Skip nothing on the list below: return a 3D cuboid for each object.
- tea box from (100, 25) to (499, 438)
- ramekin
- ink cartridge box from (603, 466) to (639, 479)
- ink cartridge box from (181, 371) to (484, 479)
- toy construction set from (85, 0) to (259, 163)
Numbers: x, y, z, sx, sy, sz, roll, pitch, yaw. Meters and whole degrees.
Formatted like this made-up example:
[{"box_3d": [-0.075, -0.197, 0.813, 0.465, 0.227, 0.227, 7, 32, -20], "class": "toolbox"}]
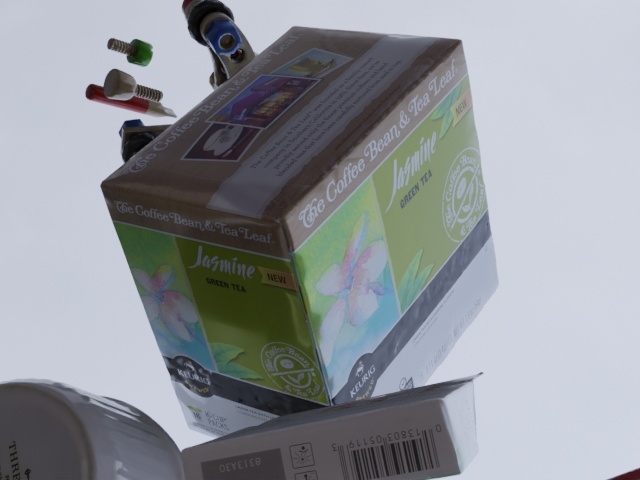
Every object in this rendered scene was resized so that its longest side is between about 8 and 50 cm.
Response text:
[{"box_3d": [0.000, 0.000, 1.147, 0.220, 0.323, 0.329, 11, -138, 34], "class": "tea box"}, {"box_3d": [-0.257, 0.245, 0.985, 0.273, 0.127, 0.272, -11, -122, 19], "class": "ramekin"}, {"box_3d": [0.263, 0.283, 0.533, 0.160, 0.385, 0.279, -55, -174, -36], "class": "ink cartridge box"}, {"box_3d": [0.025, 0.144, 0.814, 0.181, 0.225, 0.056, -14, -98, 14], "class": "ink cartridge box"}, {"box_3d": [-0.134, -0.174, 1.487, 0.309, 0.237, 0.257, 17, -86, 50], "class": "toy construction set"}]
